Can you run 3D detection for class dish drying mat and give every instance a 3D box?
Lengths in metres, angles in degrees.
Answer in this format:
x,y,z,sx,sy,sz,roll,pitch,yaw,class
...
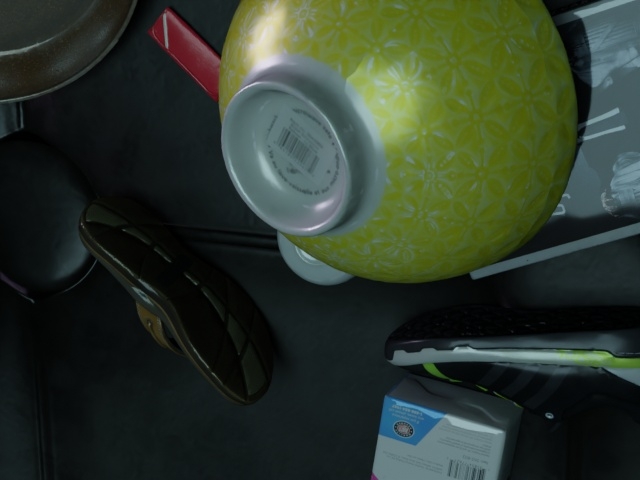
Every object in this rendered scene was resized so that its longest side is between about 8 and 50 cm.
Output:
x,y,z,sx,sy,sz,roll,pitch,yaw,class
-0.106,-0.154,1.322,0.083,0.008,0.032,45,116,4,dish drying mat

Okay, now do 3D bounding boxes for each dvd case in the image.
x,y,z,sx,sy,sz,roll,pitch,yaw,class
0.197,-0.085,1.191,0.238,0.029,0.179,-17,102,18,dvd case

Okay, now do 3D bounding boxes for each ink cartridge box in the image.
x,y,z,sx,sy,sz,roll,pitch,yaw,class
0.097,0.213,1.322,0.104,0.061,0.181,15,111,18,ink cartridge box

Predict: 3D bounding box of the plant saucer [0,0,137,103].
x,y,z,sx,sy,sz,roll,pitch,yaw,class
-0.294,-0.254,1.292,0.310,0.050,0.311,2,126,2,plant saucer

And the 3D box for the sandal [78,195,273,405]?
x,y,z,sx,sy,sz,roll,pitch,yaw,class
-0.127,0.056,1.355,0.219,0.090,0.060,42,133,4,sandal

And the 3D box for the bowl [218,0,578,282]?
x,y,z,sx,sy,sz,roll,pitch,yaw,class
0.021,-0.084,1.144,0.289,0.156,0.289,20,124,33,bowl

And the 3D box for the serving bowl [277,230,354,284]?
x,y,z,sx,sy,sz,roll,pitch,yaw,class
0.000,0.000,1.316,0.083,0.027,0.083,6,109,20,serving bowl

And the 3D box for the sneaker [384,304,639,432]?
x,y,z,sx,sy,sz,roll,pitch,yaw,class
0.162,0.109,1.251,0.234,0.084,0.097,0,107,22,sneaker
